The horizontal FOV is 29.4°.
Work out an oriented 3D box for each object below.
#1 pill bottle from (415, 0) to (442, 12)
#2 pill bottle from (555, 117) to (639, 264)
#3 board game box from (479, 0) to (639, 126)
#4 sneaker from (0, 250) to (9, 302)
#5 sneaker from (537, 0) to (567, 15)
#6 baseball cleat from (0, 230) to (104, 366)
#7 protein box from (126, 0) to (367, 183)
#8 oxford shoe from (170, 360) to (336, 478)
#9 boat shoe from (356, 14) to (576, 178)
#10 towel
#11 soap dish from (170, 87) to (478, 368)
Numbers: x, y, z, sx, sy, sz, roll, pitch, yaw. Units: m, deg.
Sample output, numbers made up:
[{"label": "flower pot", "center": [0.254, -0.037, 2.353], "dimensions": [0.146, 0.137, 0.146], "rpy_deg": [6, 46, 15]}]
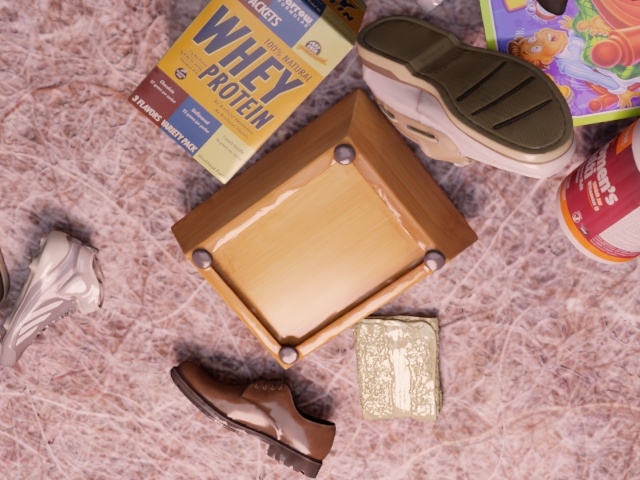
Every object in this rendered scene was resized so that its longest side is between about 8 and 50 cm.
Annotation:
[{"label": "pill bottle", "center": [0.091, -0.304, 1.305], "dimensions": [0.067, 0.067, 0.120], "rpy_deg": [-39, 103, 20]}, {"label": "pill bottle", "center": [0.357, -0.069, 1.292], "dimensions": [0.121, 0.121, 0.221], "rpy_deg": [34, 146, -7]}, {"label": "board game box", "center": [0.277, -0.298, 1.278], "dimensions": [0.233, 0.078, 0.347], "rpy_deg": [-9, 112, 11]}, {"label": "sneaker", "center": [-0.448, 0.002, 1.476], "dimensions": [0.083, 0.118, 0.222], "rpy_deg": [-14, 111, 13]}, {"label": "sneaker", "center": [0.327, -0.303, 1.181], "dimensions": [0.286, 0.109, 0.130], "rpy_deg": [-12, 118, 21]}, {"label": "baseball cleat", "center": [-0.335, 0.088, 1.526], "dimensions": [0.109, 0.072, 0.206], "rpy_deg": [23, 118, -10]}, {"label": "protein box", "center": [-0.071, -0.202, 1.297], "dimensions": [0.136, 0.200, 0.201], "rpy_deg": [41, 111, -11]}, {"label": "oxford shoe", "center": [-0.083, 0.204, 1.549], "dimensions": [0.227, 0.083, 0.096], "rpy_deg": [30, 91, -4]}, {"label": "boat shoe", "center": [0.155, -0.136, 1.278], "dimensions": [0.113, 0.302, 0.103], "rpy_deg": [-30, 134, -18]}, {"label": "towel", "center": [0.096, 0.160, 1.524], "dimensions": [0.110, 0.027, 0.148], "rpy_deg": [-1, 113, 9]}, {"label": "soap dish", "center": [0.000, 0.000, 1.419], "dimensions": [0.291, 0.118, 0.229], "rpy_deg": [-35, 104, 18]}]
